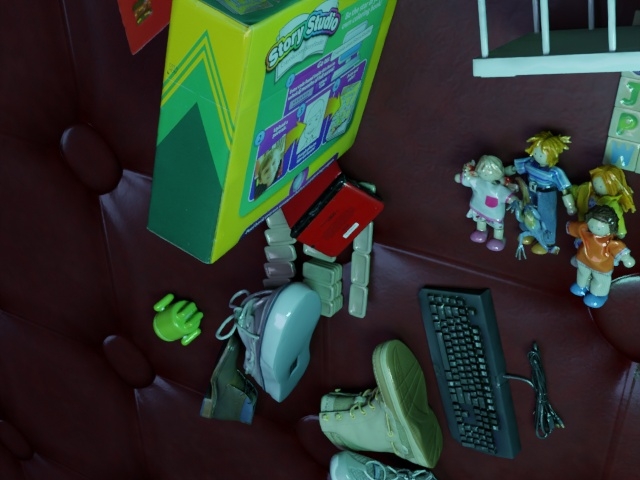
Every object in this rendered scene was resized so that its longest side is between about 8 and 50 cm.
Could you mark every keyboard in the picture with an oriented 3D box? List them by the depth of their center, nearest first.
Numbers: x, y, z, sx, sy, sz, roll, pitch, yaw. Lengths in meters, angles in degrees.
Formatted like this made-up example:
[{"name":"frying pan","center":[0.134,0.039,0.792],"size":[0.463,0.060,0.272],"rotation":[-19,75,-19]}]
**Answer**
[{"name":"keyboard","center":[0.267,0.215,1.298],"size":[0.202,0.033,0.317],"rotation":[1,120,33]}]

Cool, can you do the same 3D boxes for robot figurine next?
[{"name":"robot figurine","center":[-0.278,0.156,1.602],"size":[0.115,0.067,0.101],"rotation":[-26,107,42]}]

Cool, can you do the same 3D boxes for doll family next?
[{"name":"doll family","center":[0.304,-0.049,1.062],"size":[0.263,0.118,0.163],"rotation":[31,141,37]}]

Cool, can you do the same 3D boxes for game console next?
[{"name":"game console","center":[0.013,-0.064,1.277],"size":[0.124,0.085,0.144],"rotation":[28,130,-19]}]

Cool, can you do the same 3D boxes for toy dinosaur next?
[{"name":"toy dinosaur","center":[0.264,-0.021,1.004],"size":[0.047,0.090,0.082],"rotation":[-4,150,42]}]

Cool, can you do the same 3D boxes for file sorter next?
[{"name":"file sorter","center":[0.314,-0.270,0.833],"size":[0.278,0.193,0.173],"rotation":[5,114,31]}]

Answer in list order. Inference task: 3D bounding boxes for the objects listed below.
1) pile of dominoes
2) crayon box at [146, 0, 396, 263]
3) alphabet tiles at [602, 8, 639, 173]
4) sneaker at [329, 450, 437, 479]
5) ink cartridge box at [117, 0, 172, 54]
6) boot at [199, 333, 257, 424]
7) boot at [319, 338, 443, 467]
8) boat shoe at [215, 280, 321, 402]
[{"name":"pile of dominoes","center":[0.000,0.000,1.348],"size":[0.196,0.040,0.251],"rotation":[17,119,25]},{"name":"crayon box","center":[-0.047,-0.192,1.011],"size":[0.106,0.363,0.313],"rotation":[29,131,16]},{"name":"alphabet tiles","center":[0.458,-0.146,0.944],"size":[0.237,0.009,0.198],"rotation":[18,127,25]},{"name":"sneaker","center":[0.143,0.426,1.454],"size":[0.281,0.105,0.115],"rotation":[28,122,-22]},{"name":"ink cartridge box","center":[-0.241,-0.479,1.044],"size":[0.308,0.091,0.384],"rotation":[-27,77,40]},{"name":"boot","center":[-0.160,0.272,1.614],"size":[0.106,0.082,0.219],"rotation":[18,127,-4]},{"name":"boot","center":[0.083,0.274,1.417],"size":[0.204,0.095,0.262],"rotation":[0,128,34]},{"name":"boat shoe","center":[-0.097,0.145,1.393],"size":[0.156,0.136,0.367],"rotation":[33,157,13]}]
